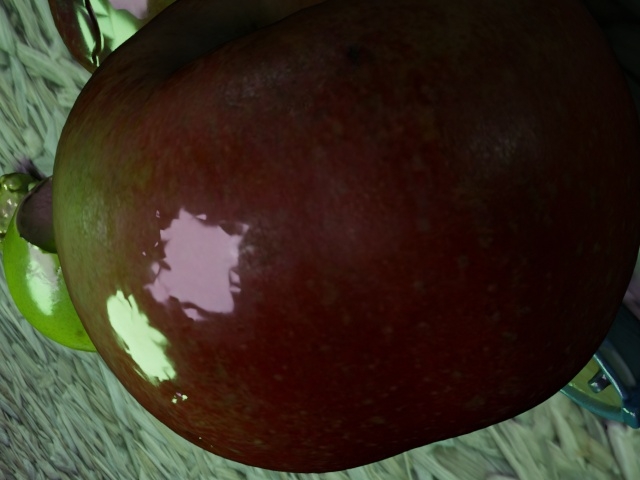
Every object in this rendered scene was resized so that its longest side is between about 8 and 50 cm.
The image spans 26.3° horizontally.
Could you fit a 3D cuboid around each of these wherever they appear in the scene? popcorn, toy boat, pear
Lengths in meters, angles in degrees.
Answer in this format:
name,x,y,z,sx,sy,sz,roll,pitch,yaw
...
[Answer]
name,x,y,z,sx,sy,sz,roll,pitch,yaw
popcorn,-0.380,-0.030,1.707,0.089,0.109,0.097,41,-144,-60
toy boat,0.142,0.077,0.965,0.215,0.102,0.088,27,145,42
pear,-0.235,0.029,1.439,0.187,0.187,0.220,39,157,29

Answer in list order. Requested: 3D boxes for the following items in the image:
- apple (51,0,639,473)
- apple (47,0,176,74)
name,x,y,z,sx,sy,sz,roll,pitch,yaw
apple,0.017,-0.023,0.799,0.348,0.348,0.277,12,133,54
apple,-0.096,-0.180,0.976,0.207,0.174,0.188,13,128,-10
